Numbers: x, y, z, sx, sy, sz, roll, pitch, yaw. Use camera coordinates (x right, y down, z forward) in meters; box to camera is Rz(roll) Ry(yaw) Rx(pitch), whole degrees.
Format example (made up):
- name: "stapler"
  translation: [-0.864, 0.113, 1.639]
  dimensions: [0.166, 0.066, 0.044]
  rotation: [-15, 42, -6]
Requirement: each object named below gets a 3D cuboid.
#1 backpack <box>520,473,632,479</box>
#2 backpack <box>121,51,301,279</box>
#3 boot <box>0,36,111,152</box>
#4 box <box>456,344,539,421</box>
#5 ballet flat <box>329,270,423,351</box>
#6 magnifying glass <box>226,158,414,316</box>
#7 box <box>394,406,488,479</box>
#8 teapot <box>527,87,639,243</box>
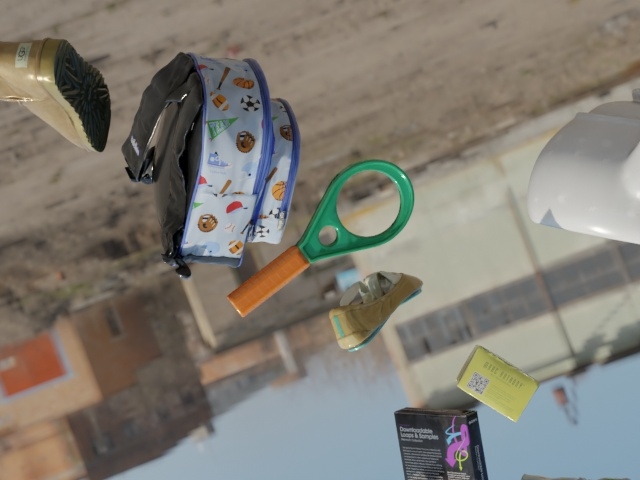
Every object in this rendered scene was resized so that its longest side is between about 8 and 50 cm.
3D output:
- name: "backpack"
  translation: [0.205, 0.363, 1.228]
  dimensions: [0.273, 0.290, 0.355]
  rotation: [5, -131, 30]
- name: "backpack"
  translation: [-0.140, -0.122, 1.985]
  dimensions: [0.213, 0.263, 0.276]
  rotation: [-5, -142, -20]
- name: "boot"
  translation: [-0.412, -0.194, 1.764]
  dimensions: [0.270, 0.089, 0.236]
  rotation: [6, 156, 13]
- name: "box"
  translation: [0.215, 0.173, 1.768]
  dimensions: [0.058, 0.087, 0.232]
  rotation: [-59, 175, 0]
- name: "ballet flat"
  translation: [0.082, 0.081, 2.053]
  dimensions: [0.080, 0.073, 0.232]
  rotation: [-28, -175, 31]
- name: "magnifying glass"
  translation: [0.000, 0.000, 1.524]
  dimensions: [0.231, 0.092, 0.026]
  rotation: [-38, -164, -6]
- name: "box"
  translation: [0.154, 0.286, 1.763]
  dimensions: [0.116, 0.162, 0.029]
  rotation: [-3, -169, 44]
- name: "teapot"
  translation: [0.380, -0.094, 1.760]
  dimensions: [0.256, 0.187, 0.253]
  rotation: [13, -176, 44]
